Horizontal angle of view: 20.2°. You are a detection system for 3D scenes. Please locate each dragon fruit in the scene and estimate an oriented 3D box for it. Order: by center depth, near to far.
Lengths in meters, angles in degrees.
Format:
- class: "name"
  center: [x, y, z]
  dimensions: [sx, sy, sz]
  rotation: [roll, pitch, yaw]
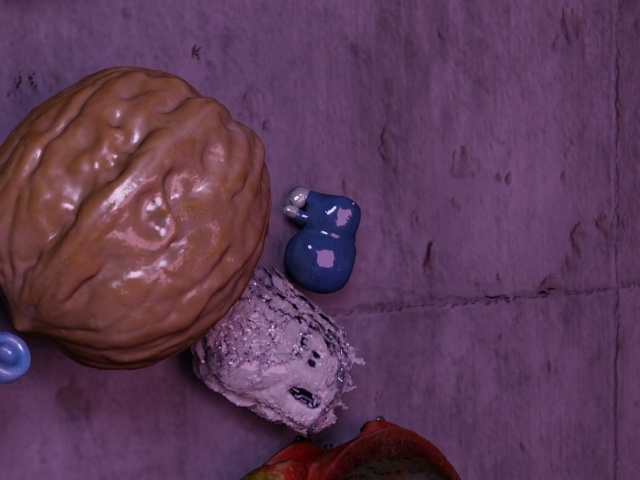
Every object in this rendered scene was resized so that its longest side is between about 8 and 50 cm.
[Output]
- class: "dragon fruit"
  center: [0.028, 0.275, 1.437]
  dimensions: [0.295, 0.130, 0.268]
  rotation: [-33, 118, -36]

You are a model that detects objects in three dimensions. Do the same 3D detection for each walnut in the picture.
- class: "walnut"
  center: [-0.138, -0.012, 1.233]
  dimensions: [0.213, 0.213, 0.213]
  rotation: [-3, 94, -41]

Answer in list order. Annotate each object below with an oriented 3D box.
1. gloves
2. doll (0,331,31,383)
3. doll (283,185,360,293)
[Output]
- class: "gloves"
  center: [-0.034, 0.082, 1.401]
  dimensions: [0.153, 0.070, 0.114]
  rotation: [35, 70, -35]
- class: "doll"
  center: [-0.325, 0.058, 1.102]
  dimensions: [0.314, 0.141, 0.177]
  rotation: [9, 56, -29]
- class: "doll"
  center: [0.000, 0.000, 1.444]
  dimensions: [0.076, 0.050, 0.083]
  rotation: [17, 83, -36]
